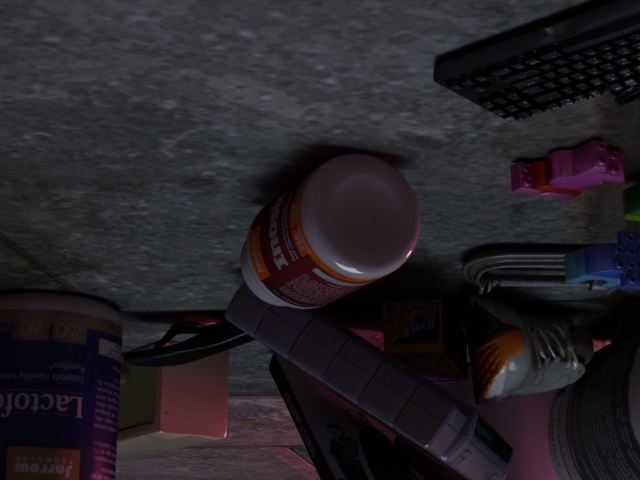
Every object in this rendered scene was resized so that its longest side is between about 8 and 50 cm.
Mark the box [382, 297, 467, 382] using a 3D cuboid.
[{"bbox_3d":[0.106,0.102,1.426,0.059,0.054,0.169,-3,165,13],"label":"box"}]

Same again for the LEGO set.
[{"bbox_3d":[0.251,-0.008,0.969,0.227,0.087,0.093,7,163,-25],"label":"LEGO set"}]

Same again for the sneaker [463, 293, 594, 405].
[{"bbox_3d":[0.200,0.098,1.370,0.121,0.099,0.262,-9,171,5],"label":"sneaker"}]

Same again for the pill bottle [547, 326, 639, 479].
[{"bbox_3d":[0.362,0.164,1.363,0.204,0.204,0.361,3,164,-8],"label":"pill bottle"}]

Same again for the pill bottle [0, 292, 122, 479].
[{"bbox_3d":[-0.268,0.192,1.368,0.153,0.264,0.153,0,164,0],"label":"pill bottle"}]

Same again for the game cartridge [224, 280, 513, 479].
[{"bbox_3d":[0.063,0.145,1.369,0.230,0.068,0.355,27,173,21],"label":"game cartridge"}]

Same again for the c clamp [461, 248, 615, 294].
[{"bbox_3d":[0.194,0.031,1.229,0.161,0.022,0.137,2,165,-8],"label":"c clamp"}]

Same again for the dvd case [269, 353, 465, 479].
[{"bbox_3d":[0.060,0.205,1.554,0.179,0.029,0.238,9,-153,-25],"label":"dvd case"}]

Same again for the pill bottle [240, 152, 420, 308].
[{"bbox_3d":[0.000,0.000,1.004,0.086,0.086,0.152,7,163,-22],"label":"pill bottle"}]

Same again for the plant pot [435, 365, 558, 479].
[{"bbox_3d":[0.187,0.335,1.743,0.341,0.334,0.341,1,165,0],"label":"plant pot"}]

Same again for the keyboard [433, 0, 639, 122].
[{"bbox_3d":[0.160,-0.096,0.774,0.108,0.023,0.180,15,160,-42],"label":"keyboard"}]

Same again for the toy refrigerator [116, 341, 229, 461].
[{"bbox_3d":[-0.213,0.190,1.667,0.094,0.102,0.269,10,162,-31],"label":"toy refrigerator"}]

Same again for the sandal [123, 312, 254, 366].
[{"bbox_3d":[-0.110,0.090,1.437,0.179,0.040,0.067,-17,167,8],"label":"sandal"}]
